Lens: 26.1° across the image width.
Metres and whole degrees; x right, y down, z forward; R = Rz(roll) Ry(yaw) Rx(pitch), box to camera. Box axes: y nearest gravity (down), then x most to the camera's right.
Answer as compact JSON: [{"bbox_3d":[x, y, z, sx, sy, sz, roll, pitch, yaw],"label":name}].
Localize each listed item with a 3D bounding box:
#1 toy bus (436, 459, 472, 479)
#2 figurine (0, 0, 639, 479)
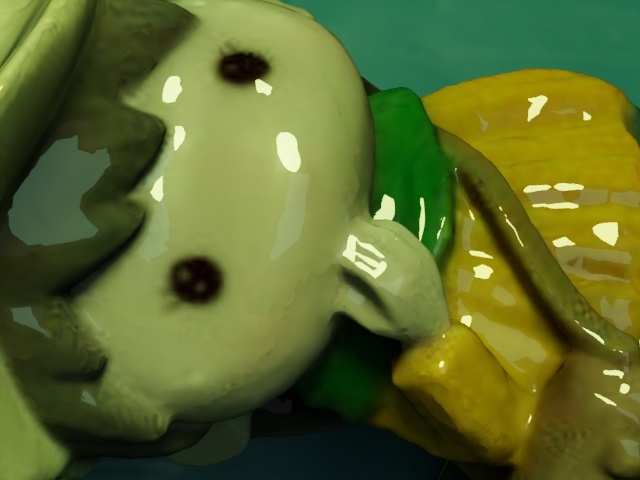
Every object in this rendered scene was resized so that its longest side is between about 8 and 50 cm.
[{"bbox_3d":[0.135,0.027,0.572,0.074,0.081,0.226,39,72,-10],"label":"toy bus"},{"bbox_3d":[-0.002,0.006,0.467,0.332,0.204,0.185,14,76,-23],"label":"figurine"}]
